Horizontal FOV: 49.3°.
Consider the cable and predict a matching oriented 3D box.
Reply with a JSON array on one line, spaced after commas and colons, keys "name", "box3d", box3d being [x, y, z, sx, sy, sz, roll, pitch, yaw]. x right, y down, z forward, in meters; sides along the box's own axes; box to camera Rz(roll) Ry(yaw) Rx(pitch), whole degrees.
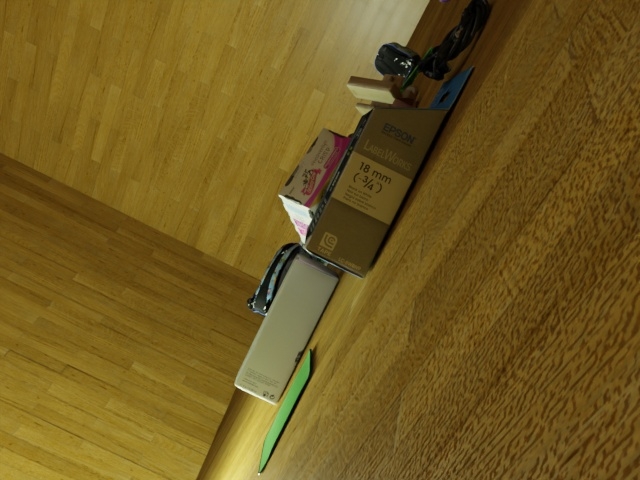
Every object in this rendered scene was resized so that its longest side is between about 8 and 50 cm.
[{"name": "cable", "box3d": [0.217, -0.333, 1.148, 0.151, 0.047, 0.184, -56, 4, 16]}]

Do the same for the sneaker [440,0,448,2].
[{"name": "sneaker", "box3d": [0.336, -0.638, 1.763, 0.170, 0.068, 0.071, -55, -18, -41]}]

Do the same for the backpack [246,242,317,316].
[{"name": "backpack", "box3d": [-0.065, 0.097, 1.526, 0.173, 0.116, 0.158, -66, 21, -10]}]

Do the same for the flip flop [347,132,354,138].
[{"name": "flip flop", "box3d": [0.095, -0.225, 1.740, 0.277, 0.080, 0.112, -98, 9, -88]}]

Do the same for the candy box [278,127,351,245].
[{"name": "candy box", "box3d": [0.016, -0.079, 1.322, 0.159, 0.071, 0.233, -58, -24, -16]}]

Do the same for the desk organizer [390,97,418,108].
[{"name": "desk organizer", "box3d": [0.155, -0.244, 1.483, 0.130, 0.050, 0.047, -62, 4, 32]}]

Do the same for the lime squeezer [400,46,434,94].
[{"name": "lime squeezer", "box3d": [0.181, -0.324, 1.664, 0.311, 0.058, 0.110, -64, 3, -16]}]

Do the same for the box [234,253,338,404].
[{"name": "box", "box3d": [-0.065, 0.170, 1.368, 0.275, 0.094, 0.113, -63, 4, 6]}]

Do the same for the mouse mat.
[{"name": "mouse mat", "box3d": [-0.056, 0.277, 1.148, 0.152, 0.007, 0.190, -93, 29, -84]}]

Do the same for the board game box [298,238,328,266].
[{"name": "board game box", "box3d": [0.000, 0.000, 1.655, 0.305, 0.053, 0.193, -56, 13, 30]}]

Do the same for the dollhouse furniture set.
[{"name": "dollhouse furniture set", "box3d": [0.150, -0.349, 1.551, 0.151, 0.144, 0.123, 40, -107, -53]}]

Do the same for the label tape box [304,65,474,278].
[{"name": "label tape box", "box3d": [0.092, -0.128, 1.085, 0.334, 0.105, 0.240, -64, 4, 6]}]

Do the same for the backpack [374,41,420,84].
[{"name": "backpack", "box3d": [0.218, -0.506, 1.985, 0.084, 0.114, 0.105, -36, -22, -51]}]
